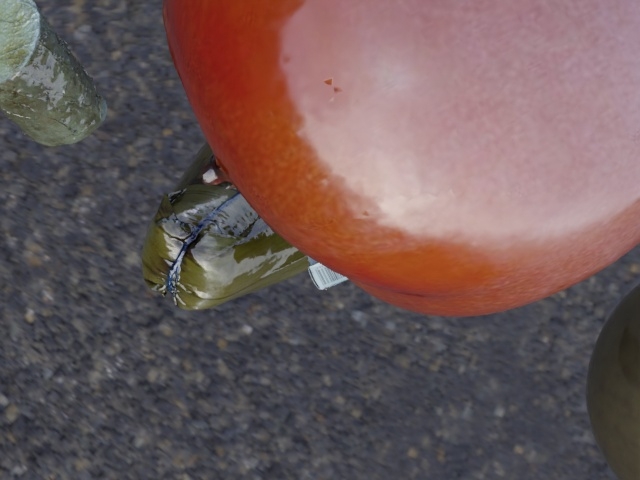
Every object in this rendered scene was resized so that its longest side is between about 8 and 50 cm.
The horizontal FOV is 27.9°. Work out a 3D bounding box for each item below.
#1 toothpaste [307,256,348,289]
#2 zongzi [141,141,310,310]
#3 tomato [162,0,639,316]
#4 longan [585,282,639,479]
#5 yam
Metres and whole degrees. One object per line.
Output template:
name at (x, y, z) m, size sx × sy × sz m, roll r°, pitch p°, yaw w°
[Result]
toothpaste at (0.065, -0.010, 1.073) m, size 0.164 × 0.046 × 0.034 m, roll -22°, pitch 132°, yaw 5°
zongzi at (0.000, 0.000, 1.202) m, size 0.289 × 0.260 × 0.123 m, roll 22°, pitch 122°, yaw 1°
tomato at (0.082, -0.119, 0.716) m, size 0.322 × 0.321 × 0.321 m, roll -4°, pitch 99°, yaw -27°
longan at (0.362, 0.136, 1.201) m, size 0.248 × 0.248 × 0.248 m, roll -4°, pitch 99°, yaw -27°
yam at (-0.295, -0.167, 1.339) m, size 0.107 × 0.107 × 0.183 m, roll -53°, pitch 151°, yaw -11°
